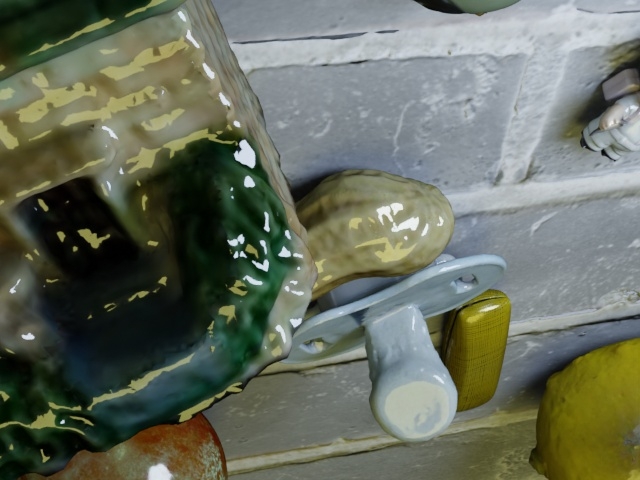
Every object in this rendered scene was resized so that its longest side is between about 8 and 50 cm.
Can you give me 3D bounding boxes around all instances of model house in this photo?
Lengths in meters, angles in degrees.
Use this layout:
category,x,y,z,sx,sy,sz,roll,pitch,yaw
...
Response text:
category,x,y,z,sx,sy,sz,roll,pitch,yaw
model house,-0.275,-0.088,0.699,0.445,0.395,0.400,-18,134,3

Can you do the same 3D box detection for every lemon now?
category,x,y,z,sx,sy,sz,roll,pitch,yaw
lemon,0.429,0.255,1.515,0.284,0.260,0.260,-37,144,-12

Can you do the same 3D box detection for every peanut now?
category,x,y,z,sx,sy,sz,roll,pitch,yaw
peanut,0.000,0.000,1.147,0.274,0.111,0.125,-19,138,1

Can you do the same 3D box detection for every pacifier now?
category,x,y,z,sx,sy,sz,roll,pitch,yaw
pacifier,0.093,0.119,1.257,0.279,0.207,0.227,-23,159,9

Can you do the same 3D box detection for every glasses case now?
category,x,y,z,sx,sy,sz,roll,pitch,yaw
glasses case,0.192,0.142,1.431,0.079,0.064,0.234,-13,142,-9

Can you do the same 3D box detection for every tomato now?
category,x,y,z,sx,sy,sz,roll,pitch,yaw
tomato,-0.239,0.309,1.348,0.270,0.223,0.270,-11,145,-8

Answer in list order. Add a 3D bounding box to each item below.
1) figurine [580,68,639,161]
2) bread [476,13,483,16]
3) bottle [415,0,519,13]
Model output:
category,x,y,z,sx,sy,sz,roll,pitch,yaw
figurine,0.354,-0.148,1.108,0.137,0.112,0.229,21,142,-29
bread,0.111,-0.266,0.942,0.139,0.084,0.074,40,121,-12
bottle,0.125,-0.314,0.743,0.168,0.168,0.347,-4,135,-16
